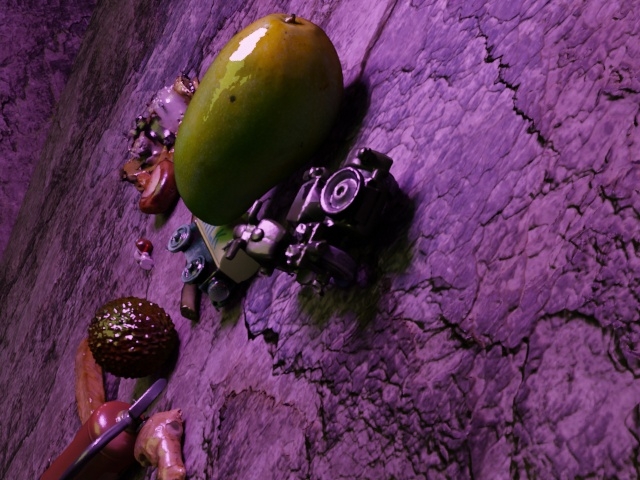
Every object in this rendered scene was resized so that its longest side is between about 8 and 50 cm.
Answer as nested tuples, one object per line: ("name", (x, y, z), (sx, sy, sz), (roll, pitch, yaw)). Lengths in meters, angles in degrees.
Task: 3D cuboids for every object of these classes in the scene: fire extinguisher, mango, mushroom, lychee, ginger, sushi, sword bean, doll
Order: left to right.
("fire extinguisher", (-0.402, 0.402, 1.850), (0.376, 0.113, 0.200), (-48, 16, 31))
("lychee", (-0.339, 0.176, 1.917), (0.171, 0.171, 0.171), (-44, 33, 38))
("doll", (-0.378, 0.027, 2.245), (0.085, 0.040, 0.058), (-155, 77, -69))
("mushroom", (-0.351, -0.114, 2.260), (0.127, 0.087, 0.127), (-49, 27, 37))
("ginger", (-0.263, 0.346, 1.706), (0.096, 0.067, 0.165), (-33, 35, 14))
("sushi", (-0.349, -0.234, 2.323), (0.291, 0.131, 0.139), (-50, 27, 13))
("sword bean", (-0.236, 0.039, 1.964), (0.043, 0.038, 0.269), (-50, 27, 40))
("mango", (-0.103, -0.187, 1.693), (0.382, 0.225, 0.201), (-59, 43, 21))

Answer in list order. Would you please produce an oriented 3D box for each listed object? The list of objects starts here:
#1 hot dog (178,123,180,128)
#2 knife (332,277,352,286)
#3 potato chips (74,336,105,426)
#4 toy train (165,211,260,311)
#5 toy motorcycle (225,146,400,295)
("hot dog", (-0.240, -0.254, 2.203), (0.078, 0.061, 0.169), (-27, 18, 42))
("knife", (0.000, 0.000, 1.576), (0.044, 0.019, 0.313), (-61, 24, 16))
("potato chips", (-0.459, 0.297, 2.120), (0.057, 0.080, 0.407), (-47, 30, 12))
("toy train", (-0.173, 0.009, 1.816), (0.157, 0.105, 0.253), (-46, 28, 6))
("toy motorcycle", (-0.009, -0.033, 1.459), (0.275, 0.127, 0.205), (4, 65, 58))
